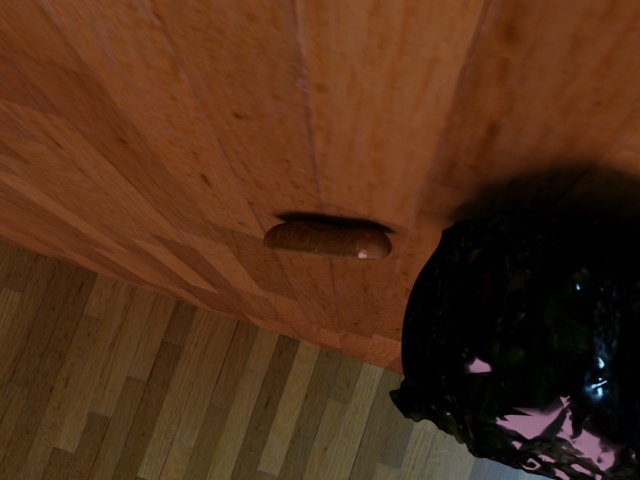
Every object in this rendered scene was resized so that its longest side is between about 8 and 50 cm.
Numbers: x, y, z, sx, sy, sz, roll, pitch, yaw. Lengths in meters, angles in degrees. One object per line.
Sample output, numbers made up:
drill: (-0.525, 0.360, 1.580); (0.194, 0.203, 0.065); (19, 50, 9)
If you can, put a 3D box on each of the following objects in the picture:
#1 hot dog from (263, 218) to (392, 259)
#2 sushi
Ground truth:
hot dog: (0.000, -0.001, 0.639); (0.044, 0.028, 0.137); (-6, -172, -32)
sushi: (0.112, 0.050, 0.432); (0.127, 0.124, 0.225); (20, 176, -6)
